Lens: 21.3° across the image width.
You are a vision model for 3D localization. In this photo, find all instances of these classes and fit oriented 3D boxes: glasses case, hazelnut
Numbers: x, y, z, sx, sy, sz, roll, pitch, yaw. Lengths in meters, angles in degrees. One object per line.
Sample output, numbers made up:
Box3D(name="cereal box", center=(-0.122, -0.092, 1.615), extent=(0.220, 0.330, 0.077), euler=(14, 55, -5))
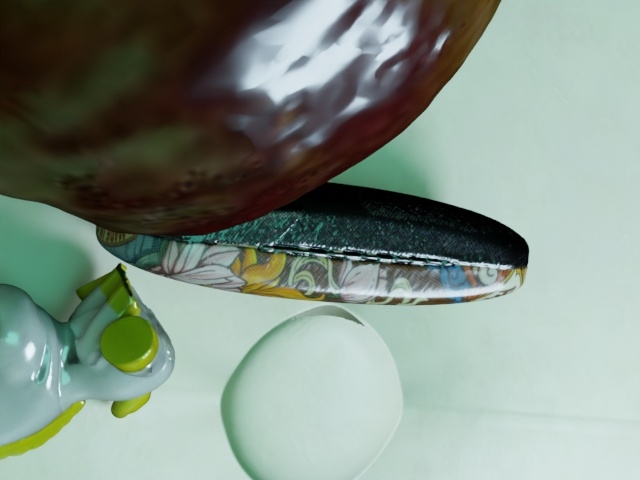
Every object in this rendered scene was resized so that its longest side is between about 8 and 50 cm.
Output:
Box3D(name="glasses case", center=(0.000, 0.000, 1.193), extent=(0.321, 0.122, 0.082), euler=(5, 96, -28))
Box3D(name="hazelnut", center=(-0.076, -0.200, 0.981), extent=(0.421, 0.353, 0.421), euler=(-28, 122, -57))

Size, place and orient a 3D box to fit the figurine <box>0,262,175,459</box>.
Box3D(name="figurine", center=(-0.185, 0.087, 1.137), extent=(0.178, 0.109, 0.129), euler=(-12, 128, -22))
